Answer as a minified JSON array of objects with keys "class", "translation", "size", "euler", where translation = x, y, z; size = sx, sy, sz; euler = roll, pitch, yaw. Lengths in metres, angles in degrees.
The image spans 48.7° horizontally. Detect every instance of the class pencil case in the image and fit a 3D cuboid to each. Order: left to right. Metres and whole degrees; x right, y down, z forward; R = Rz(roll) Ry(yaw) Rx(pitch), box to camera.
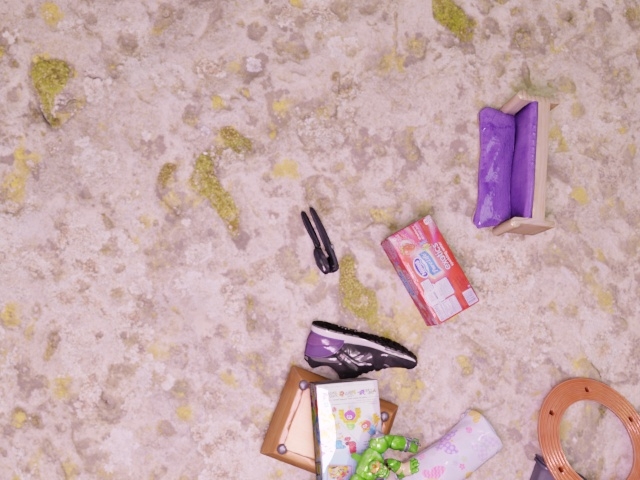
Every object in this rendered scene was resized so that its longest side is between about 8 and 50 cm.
[{"class":"pencil case","translation":[0.318,0.541,1.754],"size":[0.273,0.113,0.124],"euler":[-35,77,-10]}]

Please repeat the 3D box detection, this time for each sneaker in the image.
[{"class":"sneaker","translation":[0.099,0.298,1.787],"size":[0.283,0.107,0.124],"euler":[16,95,0]}]

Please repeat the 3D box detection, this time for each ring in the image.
[{"class":"ring","translation":[0.693,0.515,1.787],"size":[0.337,0.032,0.336],"euler":[8,62,-16]}]

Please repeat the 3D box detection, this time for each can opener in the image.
[{"class":"can opener","translation":[0.000,0.000,1.829],"size":[0.059,0.073,0.186],"euler":[-17,75,0]}]

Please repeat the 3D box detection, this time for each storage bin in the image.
[{"class":"storage bin","translation":[0.596,0.618,1.785],"size":[0.135,0.098,0.091],"euler":[23,91,-2]}]

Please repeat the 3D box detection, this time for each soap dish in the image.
[{"class":"soap dish","translation":[0.027,0.465,1.732],"size":[0.291,0.118,0.229],"euler":[21,80,-2]}]

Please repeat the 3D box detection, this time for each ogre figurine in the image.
[{"class":"ogre figurine","translation":[0.125,0.490,1.491],"size":[0.118,0.097,0.197],"euler":[37,92,-21]}]

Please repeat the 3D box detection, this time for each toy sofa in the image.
[{"class":"toy sofa","translation":[0.513,-0.198,1.861],"size":[0.177,0.150,0.362],"euler":[7,81,-6]}]

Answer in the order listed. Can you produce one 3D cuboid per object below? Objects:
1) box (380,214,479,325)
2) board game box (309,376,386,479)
[{"class":"box","translation":[0.276,0.079,1.810],"size":[0.128,0.122,0.257],"euler":[-29,85,-9]},{"class":"board game box","translation":[0.060,0.457,1.603],"size":[0.144,0.142,0.275],"euler":[-3,82,-8]}]
